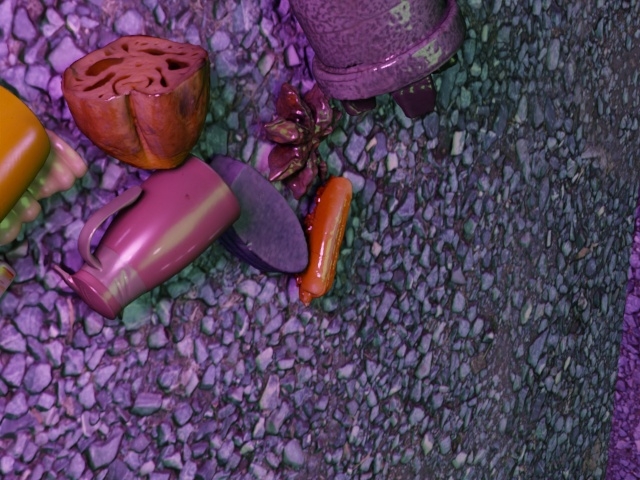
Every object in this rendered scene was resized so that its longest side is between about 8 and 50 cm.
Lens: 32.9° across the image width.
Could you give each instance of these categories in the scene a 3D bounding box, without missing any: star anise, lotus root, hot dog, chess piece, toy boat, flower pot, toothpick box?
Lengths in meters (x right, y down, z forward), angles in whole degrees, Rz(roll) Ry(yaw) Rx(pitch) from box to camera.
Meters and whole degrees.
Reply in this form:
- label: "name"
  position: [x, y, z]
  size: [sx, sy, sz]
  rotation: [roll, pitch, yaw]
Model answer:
- label: "star anise"
  position: [-0.036, -0.182, 1.900]
  size: [0.197, 0.073, 0.212]
  rotation: [18, 85, -53]
- label: "lotus root"
  position: [-0.256, -0.180, 1.560]
  size: [0.199, 0.188, 0.180]
  rotation: [-39, 139, -40]
- label: "hot dog"
  position: [0.000, 0.000, 1.990]
  size: [0.076, 0.102, 0.249]
  rotation: [14, 87, -10]
- label: "chess piece"
  position: [-0.410, -0.067, 1.486]
  size: [0.170, 0.094, 0.094]
  rotation: [-50, 135, -17]
- label: "toy boat"
  position: [-0.109, -0.029, 1.856]
  size: [0.283, 0.078, 0.127]
  rotation: [50, 59, -43]
- label: "flower pot"
  position: [0.103, -0.374, 1.869]
  size: [0.299, 0.299, 0.283]
  rotation: [-47, 123, -31]
- label: "toothpick box"
  position: [-0.464, -0.074, 1.344]
  size: [0.271, 0.175, 0.175]
  rotation: [-55, 136, -29]

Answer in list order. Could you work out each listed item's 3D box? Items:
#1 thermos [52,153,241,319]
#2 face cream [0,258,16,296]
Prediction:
- label: "thermos"
  position: [-0.263, -0.008, 1.630]
  size: [0.265, 0.146, 0.176]
  rotation: [-46, 136, -25]
- label: "face cream"
  position: [-0.459, 0.068, 1.508]
  size: [0.083, 0.021, 0.040]
  rotation: [-58, 137, -20]
